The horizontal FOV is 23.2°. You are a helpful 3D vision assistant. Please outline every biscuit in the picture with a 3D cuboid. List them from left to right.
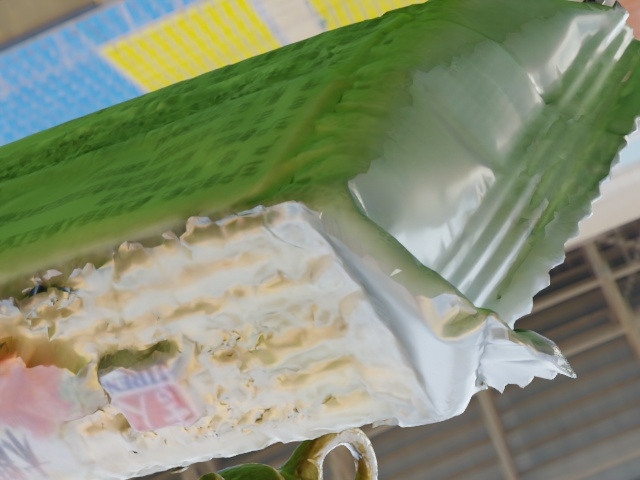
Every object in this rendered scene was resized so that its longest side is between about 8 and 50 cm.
[{"bbox_3d":[-0.059,0.008,0.452,0.309,0.079,0.186,-18,-160,30],"label":"biscuit"}]

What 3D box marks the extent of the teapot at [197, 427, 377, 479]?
[{"bbox_3d":[-0.059,0.264,1.378,0.311,0.167,0.203,-40,-151,-31],"label":"teapot"}]
